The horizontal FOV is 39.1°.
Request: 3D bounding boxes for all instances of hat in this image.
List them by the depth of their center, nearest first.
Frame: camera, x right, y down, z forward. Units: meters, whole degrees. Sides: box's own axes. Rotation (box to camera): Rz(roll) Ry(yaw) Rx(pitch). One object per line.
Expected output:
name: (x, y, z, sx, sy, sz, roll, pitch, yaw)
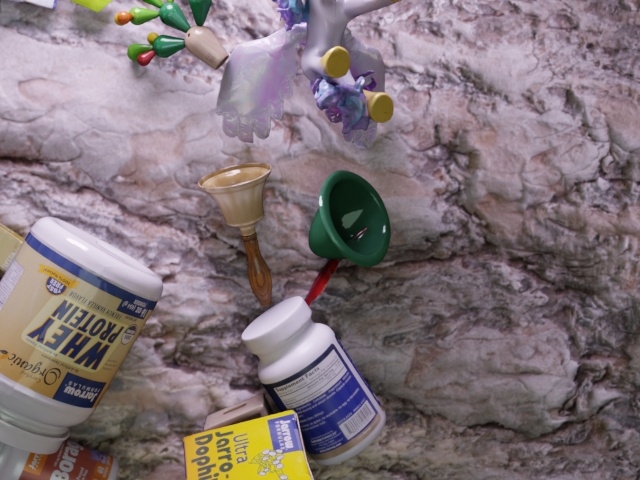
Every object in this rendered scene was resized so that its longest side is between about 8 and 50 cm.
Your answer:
hat: (0.000, 0.000, 1.599, 0.173, 0.183, 0.209, 46, 43, -19)

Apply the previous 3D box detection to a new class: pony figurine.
pony figurine: (0.008, -0.300, 1.446, 0.302, 0.363, 0.351, -1, 111, -20)

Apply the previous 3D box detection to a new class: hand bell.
hand bell: (-0.119, 0.000, 1.547, 0.126, 0.126, 0.242, -17, 111, -11)

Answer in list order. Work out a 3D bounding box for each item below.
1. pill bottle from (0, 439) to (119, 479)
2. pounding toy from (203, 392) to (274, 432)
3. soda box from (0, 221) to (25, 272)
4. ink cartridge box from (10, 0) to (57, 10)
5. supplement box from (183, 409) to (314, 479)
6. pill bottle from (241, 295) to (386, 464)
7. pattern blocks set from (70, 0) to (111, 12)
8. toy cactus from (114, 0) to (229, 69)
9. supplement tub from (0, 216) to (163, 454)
pill bottle: (-0.451, 0.380, 1.477, 0.216, 0.121, 0.121, 24, 89, -14)
pounding toy: (-0.110, 0.343, 1.576, 0.141, 0.100, 0.130, -23, 99, 1)
soda box: (-0.557, -0.021, 1.450, 0.181, 0.061, 0.058, 37, 86, -13)
ink cartridge box: (-0.507, -0.500, 1.422, 0.223, 0.045, 0.223, 14, 92, -26)
supplement box: (-0.088, 0.492, 1.472, 0.195, 0.194, 0.357, -13, 116, -5)
pill bottle: (-0.014, 0.238, 1.549, 0.153, 0.153, 0.265, -33, 101, -8)
pattern blocks set: (-0.334, -0.511, 1.453, 0.324, 0.026, 0.286, 26, 93, -25)
toy cactus: (-0.223, -0.351, 1.449, 0.180, 0.112, 0.219, 43, 104, -2)
supplement tub: (-0.415, 0.148, 1.412, 0.228, 0.228, 0.316, 30, 88, -13)
